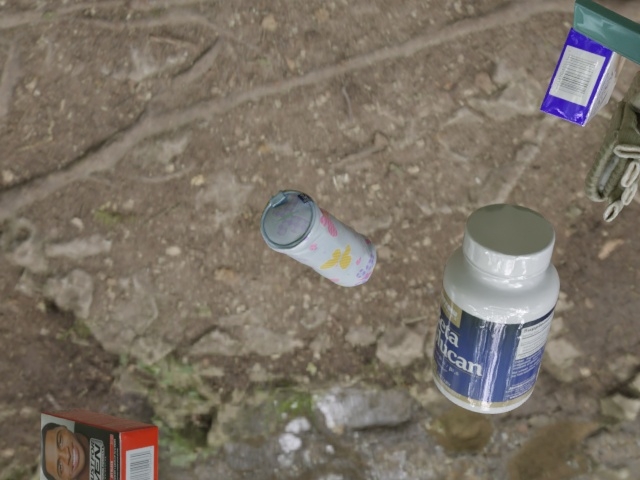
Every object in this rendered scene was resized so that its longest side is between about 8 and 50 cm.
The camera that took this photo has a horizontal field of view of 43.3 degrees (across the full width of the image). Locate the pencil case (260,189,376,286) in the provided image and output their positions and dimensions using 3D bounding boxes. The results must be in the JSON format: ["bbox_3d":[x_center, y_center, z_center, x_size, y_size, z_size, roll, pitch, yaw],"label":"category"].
[{"bbox_3d":[0.000,0.000,1.496,0.113,0.124,0.273,-49,145,6],"label":"pencil case"}]

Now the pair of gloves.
[{"bbox_3d":[0.290,-0.147,0.701,0.042,0.204,0.240,21,134,8],"label":"pair of gloves"}]

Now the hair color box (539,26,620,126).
[{"bbox_3d":[0.596,-0.378,1.776,0.110,0.339,0.185,24,117,17],"label":"hair color box"}]

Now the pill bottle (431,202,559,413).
[{"bbox_3d":[0.146,0.057,0.677,0.094,0.094,0.169,-2,128,-3],"label":"pill bottle"}]

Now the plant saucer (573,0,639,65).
[{"bbox_3d":[0.487,-0.338,1.324,0.018,0.192,0.067,-31,139,-15],"label":"plant saucer"}]

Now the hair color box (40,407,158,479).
[{"bbox_3d":[-0.210,0.202,0.758,0.043,0.141,0.071,2,86,-46],"label":"hair color box"}]
